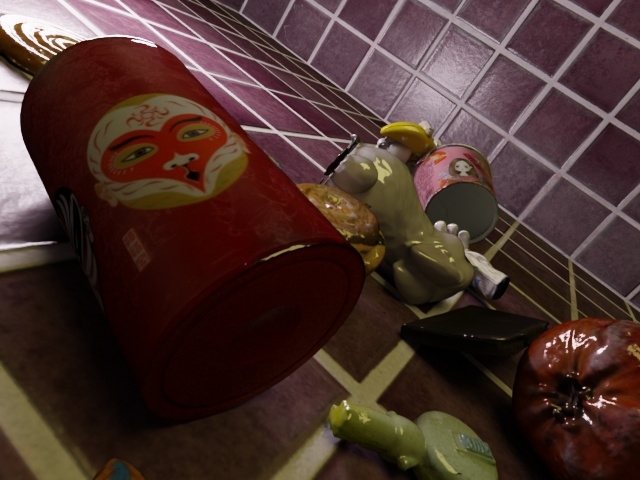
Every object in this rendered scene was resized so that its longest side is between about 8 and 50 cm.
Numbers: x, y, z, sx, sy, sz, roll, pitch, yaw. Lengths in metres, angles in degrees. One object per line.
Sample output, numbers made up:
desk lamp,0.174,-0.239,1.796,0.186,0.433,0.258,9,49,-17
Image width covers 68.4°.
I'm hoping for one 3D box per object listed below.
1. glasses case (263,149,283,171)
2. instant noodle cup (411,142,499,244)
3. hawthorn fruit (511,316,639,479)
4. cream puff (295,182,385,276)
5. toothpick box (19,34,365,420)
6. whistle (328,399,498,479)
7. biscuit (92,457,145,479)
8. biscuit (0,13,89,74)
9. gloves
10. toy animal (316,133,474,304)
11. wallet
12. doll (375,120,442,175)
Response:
glasses case,-0.107,-0.098,0.808,0.087,0.065,0.248,29,22,-20
instant noodle cup,0.379,-0.123,1.318,0.243,0.243,0.231,30,29,-10
hawthorn fruit,0.411,0.235,0.639,0.271,0.242,0.242,23,25,-24
cream puff,0.000,0.000,0.678,0.189,0.129,0.189,21,31,-13
toothpick box,-0.136,-0.029,0.456,0.204,0.204,0.333,4,38,-51
whistle,0.102,0.210,0.491,0.198,0.057,0.104,29,23,-17
biscuit,-0.107,0.207,0.248,0.280,0.043,0.183,23,28,-18
biscuit,-0.446,-0.330,0.844,0.262,0.037,0.262,30,23,-14
gloves,0.328,0.045,1.081,0.119,0.097,0.229,8,39,-55
toy animal,0.141,-0.019,0.861,0.357,0.194,0.258,41,12,-5
wallet,0.274,0.148,0.791,0.165,0.042,0.309,8,3,36
doll,0.234,-0.269,1.425,0.237,0.252,0.111,24,47,-44
